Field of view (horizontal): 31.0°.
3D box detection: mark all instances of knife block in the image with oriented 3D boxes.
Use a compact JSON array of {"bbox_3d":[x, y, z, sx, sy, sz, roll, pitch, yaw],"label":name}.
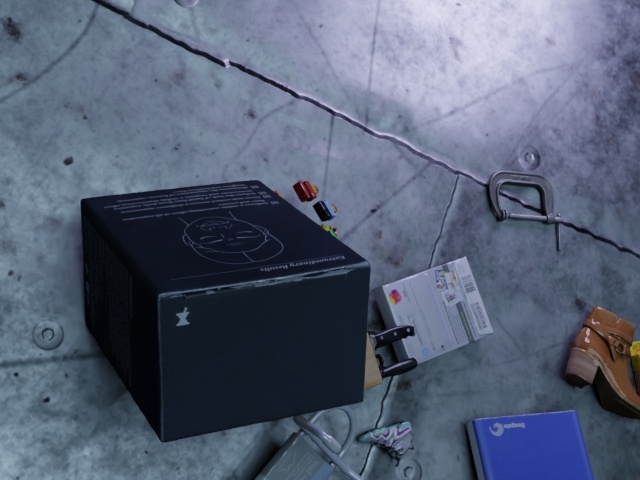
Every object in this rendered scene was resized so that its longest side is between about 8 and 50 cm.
[{"bbox_3d":[0.038,0.195,1.791,0.242,0.275,0.088,-18,85,5],"label":"knife block"}]

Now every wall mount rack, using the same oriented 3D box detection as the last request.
[{"bbox_3d":[-0.006,0.437,1.768,0.350,0.130,0.304,-50,129,-13],"label":"wall mount rack"}]

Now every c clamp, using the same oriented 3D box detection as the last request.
[{"bbox_3d":[0.376,-0.061,2.098,0.160,0.022,0.137,10,76,-21],"label":"c clamp"}]

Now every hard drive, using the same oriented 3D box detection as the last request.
[{"bbox_3d":[0.377,0.452,1.943,0.210,0.040,0.319,-1,67,-23],"label":"hard drive"}]

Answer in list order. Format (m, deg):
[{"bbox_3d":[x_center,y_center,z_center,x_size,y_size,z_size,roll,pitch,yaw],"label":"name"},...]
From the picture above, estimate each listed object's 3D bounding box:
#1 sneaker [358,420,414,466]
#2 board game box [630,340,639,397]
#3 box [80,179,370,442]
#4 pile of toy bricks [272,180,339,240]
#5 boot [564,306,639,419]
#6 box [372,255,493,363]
[{"bbox_3d":[0.112,0.340,1.896,0.098,0.038,0.069,-10,82,-24],"label":"sneaker"},{"bbox_3d":[0.651,0.308,2.131,0.124,0.039,0.260,-6,79,-24],"label":"board game box"},{"bbox_3d":[-0.147,0.079,1.625,0.293,0.395,0.212,-7,112,-23],"label":"box"},{"bbox_3d":[0.000,0.000,1.898,0.212,0.118,0.105,61,26,10],"label":"pile of toy bricks"},{"bbox_3d":[0.542,0.223,2.083,0.197,0.073,0.152,35,64,-15],"label":"boot"},{"bbox_3d":[0.194,0.121,1.966,0.186,0.038,0.145,-18,86,-32],"label":"box"}]
